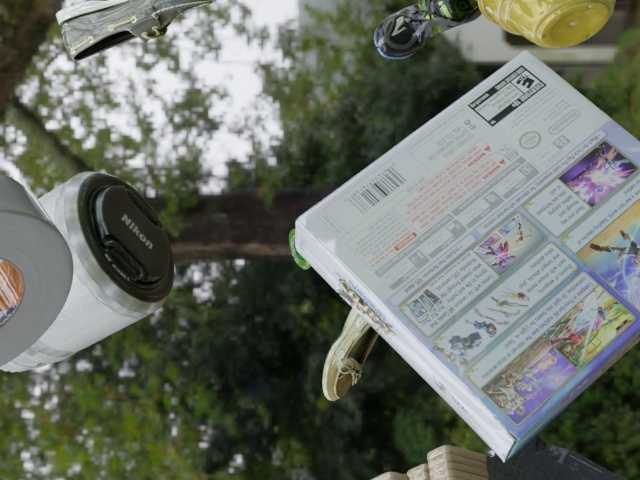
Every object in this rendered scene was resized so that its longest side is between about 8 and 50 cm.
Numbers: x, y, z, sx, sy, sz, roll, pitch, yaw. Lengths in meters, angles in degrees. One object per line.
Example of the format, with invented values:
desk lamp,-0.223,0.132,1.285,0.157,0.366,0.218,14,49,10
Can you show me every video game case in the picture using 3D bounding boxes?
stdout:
video game case,0.159,0.001,0.904,0.269,0.244,0.061,-37,-24,-19

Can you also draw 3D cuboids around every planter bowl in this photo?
planter bowl,0.333,-0.327,1.526,0.217,0.217,0.090,66,-173,-66

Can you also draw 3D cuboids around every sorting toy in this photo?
sorting toy,0.000,0.000,1.336,0.061,0.042,0.102,65,155,14

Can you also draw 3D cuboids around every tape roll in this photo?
tape roll,-0.355,0.038,1.079,0.072,0.219,0.219,48,163,34

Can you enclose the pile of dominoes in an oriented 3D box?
pile of dominoes,0.069,0.272,1.122,0.196,0.251,0.040,20,-130,-34

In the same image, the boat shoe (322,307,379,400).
boat shoe,0.050,0.159,1.584,0.153,0.048,0.056,-63,-38,-22

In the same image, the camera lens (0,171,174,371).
camera lens,-0.364,0.045,1.591,0.219,0.274,0.219,47,-153,-33

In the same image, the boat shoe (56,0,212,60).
boat shoe,-0.323,-0.395,1.982,0.109,0.305,0.091,-22,-79,-72

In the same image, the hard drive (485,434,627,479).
hard drive,0.290,0.443,1.560,0.339,0.237,0.064,-55,-18,-32

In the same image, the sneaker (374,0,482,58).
sneaker,0.157,-0.319,1.577,0.067,0.188,0.078,61,167,6
